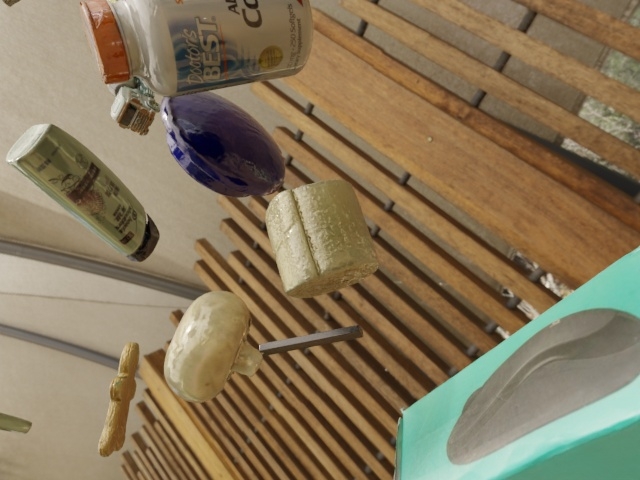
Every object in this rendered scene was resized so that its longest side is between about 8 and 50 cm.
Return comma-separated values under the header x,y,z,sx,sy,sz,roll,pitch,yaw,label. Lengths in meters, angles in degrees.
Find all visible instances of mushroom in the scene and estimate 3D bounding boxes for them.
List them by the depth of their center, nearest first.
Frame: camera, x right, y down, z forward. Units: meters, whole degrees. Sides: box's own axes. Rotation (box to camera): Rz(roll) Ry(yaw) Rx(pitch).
x,y,z,sx,sy,sz,roll,pitch,yaw,label
-0.221,0.231,0.950,0.246,0.202,0.246,20,-90,-89,mushroom

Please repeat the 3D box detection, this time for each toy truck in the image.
x,y,z,sx,sy,sz,roll,pitch,yaw,label
-0.561,-0.431,1.291,0.140,0.257,0.108,20,-53,-38,toy truck

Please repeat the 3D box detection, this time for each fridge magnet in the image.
x,y,z,sx,sy,sz,roll,pitch,yaw,label
-0.182,-0.184,0.836,0.112,0.266,0.265,-44,-19,28,fridge magnet

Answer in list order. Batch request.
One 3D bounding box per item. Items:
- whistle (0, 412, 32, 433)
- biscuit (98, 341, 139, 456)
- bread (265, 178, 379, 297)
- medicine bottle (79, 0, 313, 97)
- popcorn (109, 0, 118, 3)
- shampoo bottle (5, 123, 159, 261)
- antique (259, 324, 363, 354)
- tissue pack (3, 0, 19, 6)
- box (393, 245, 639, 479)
x,y,z,sx,sy,sz,roll,pitch,yaw,label
-0.670,0.319,0.810,0.110,0.244,0.092,-33,34,42,whistle
-0.441,0.344,0.969,0.030,0.235,0.153,6,-21,-10,biscuit
0.000,0.000,0.660,0.148,0.141,0.134,-10,-18,-22,bread
-0.166,-0.291,0.610,0.288,0.157,0.157,-21,-33,-25,medicine bottle
-0.438,-0.600,1.176,0.194,0.255,0.256,-17,-21,31,popcorn
-0.492,-0.096,0.967,0.360,0.078,0.134,59,-141,-49,shampoo bottle
-0.018,0.181,0.791,0.191,0.015,0.031,-14,-36,14,antique
-0.549,-0.493,0.728,0.122,0.026,0.193,-28,-19,3,tissue pack
0.225,0.160,0.327,0.311,0.205,0.118,-52,8,36,box
